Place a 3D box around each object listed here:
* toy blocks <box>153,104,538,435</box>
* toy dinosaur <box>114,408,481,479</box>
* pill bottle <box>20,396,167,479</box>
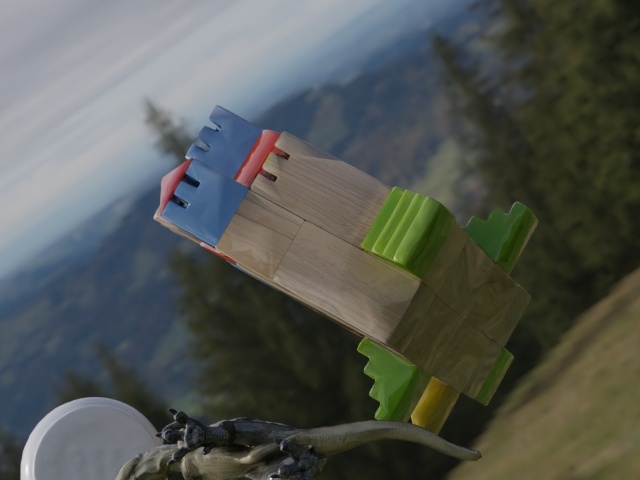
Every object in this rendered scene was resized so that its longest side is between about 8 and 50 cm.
[{"bbox_3d":[0.000,0.000,1.500,0.191,0.261,0.381,-60,-20,-3],"label":"toy blocks"},{"bbox_3d":[-0.037,0.141,1.307,0.268,0.064,0.118,-6,-9,15],"label":"toy dinosaur"},{"bbox_3d":[-0.189,0.193,1.652,0.121,0.121,0.221,-35,-2,-10],"label":"pill bottle"}]
